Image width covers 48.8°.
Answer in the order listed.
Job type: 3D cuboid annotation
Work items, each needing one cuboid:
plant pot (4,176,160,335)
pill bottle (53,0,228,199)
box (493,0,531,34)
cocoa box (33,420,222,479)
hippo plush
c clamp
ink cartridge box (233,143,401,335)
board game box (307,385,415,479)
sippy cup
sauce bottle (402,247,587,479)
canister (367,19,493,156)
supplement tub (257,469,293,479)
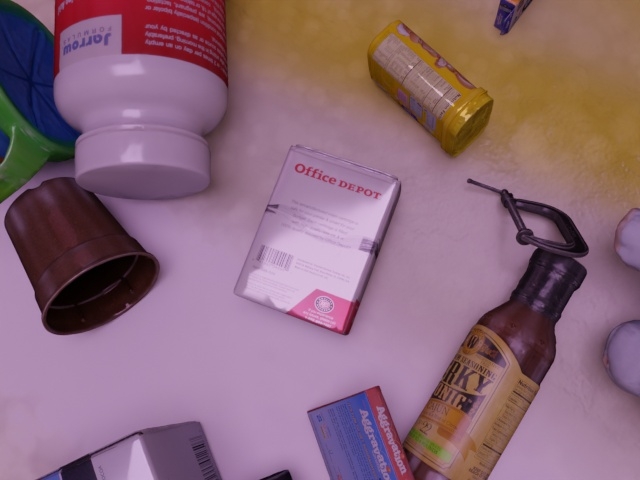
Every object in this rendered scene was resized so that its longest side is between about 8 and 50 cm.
[{"bbox_3d":[-0.332,0.013,0.958,0.167,0.167,0.165,-38,69,-2],"label":"plant pot"},{"bbox_3d":[-0.242,-0.272,0.960,0.229,0.229,0.407,-5,78,5],"label":"pill bottle"},{"bbox_3d":[0.288,-0.355,0.992,0.028,0.081,0.136,38,85,12],"label":"box"},{"bbox_3d":[-0.211,0.420,0.820,0.228,0.231,0.346,-25,77,2],"label":"cocoa box"},{"bbox_3d":[0.471,0.108,0.825,0.235,0.294,0.236,4,105,-30],"label":"hippo plush"},{"bbox_3d":[0.271,-0.025,0.914,0.137,0.160,0.022,12,118,-11],"label":"c clamp"},{"bbox_3d":[0.000,0.000,0.950,0.159,0.092,0.217,20,84,10],"label":"ink cartridge box"},{"bbox_3d":[0.074,0.328,0.860,0.027,0.145,0.281,-12,75,-35],"label":"board game box"},{"bbox_3d":[-0.480,-0.184,0.984,0.224,0.305,0.240,-22,112,13],"label":"sippy cup"},{"bbox_3d":[0.219,0.168,0.886,0.111,0.111,0.344,30,82,11],"label":"sauce bottle"},{"bbox_3d":[0.145,-0.206,0.957,0.073,0.126,0.170,-43,76,-3],"label":"canister"},{"bbox_3d":[-0.036,0.391,0.871,0.106,0.106,0.197,-24,77,1],"label":"supplement tub"}]
